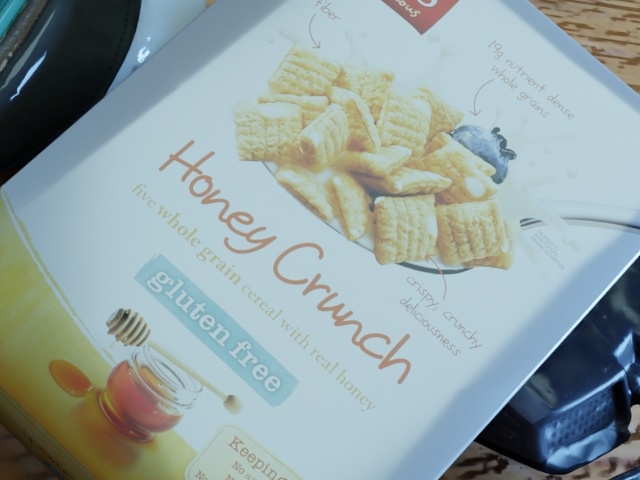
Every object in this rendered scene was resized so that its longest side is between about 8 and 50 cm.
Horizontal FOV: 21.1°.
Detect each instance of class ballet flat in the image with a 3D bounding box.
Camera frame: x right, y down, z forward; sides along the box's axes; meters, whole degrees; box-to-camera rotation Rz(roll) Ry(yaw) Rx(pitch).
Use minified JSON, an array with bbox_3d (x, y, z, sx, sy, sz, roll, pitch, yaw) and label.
[{"bbox_3d":[-0.089,-0.105,0.693,0.096,0.095,0.280,32,37,-22],"label":"ballet flat"}]

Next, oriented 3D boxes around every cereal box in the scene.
[{"bbox_3d":[0.000,0.000,0.596,0.173,0.047,0.240,41,67,7],"label":"cereal box"}]

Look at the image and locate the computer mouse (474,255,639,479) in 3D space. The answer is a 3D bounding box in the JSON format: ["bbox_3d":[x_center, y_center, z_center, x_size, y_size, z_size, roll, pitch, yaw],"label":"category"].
[{"bbox_3d":[0.057,0.025,0.678,0.272,0.072,0.188,46,56,6],"label":"computer mouse"}]
